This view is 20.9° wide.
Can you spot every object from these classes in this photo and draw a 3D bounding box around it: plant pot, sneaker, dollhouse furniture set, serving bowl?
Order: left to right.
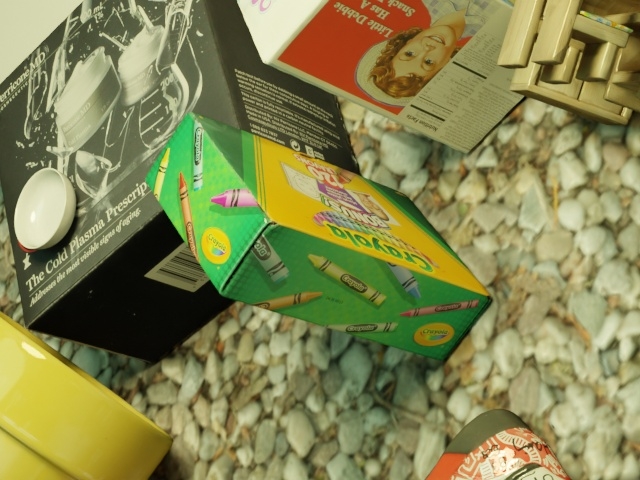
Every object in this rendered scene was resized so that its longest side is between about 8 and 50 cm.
[{"bbox_3d":[-0.313,0.219,1.707,0.254,0.254,0.239,27,79,47],"label":"plant pot"},{"bbox_3d":[-0.269,-0.029,1.728,0.083,0.027,0.083,-17,65,40],"label":"serving bowl"},{"bbox_3d":[0.114,0.282,1.432,0.270,0.090,0.145,-55,42,12],"label":"sneaker"},{"bbox_3d":[0.258,-0.182,1.377,0.242,0.212,0.161,-165,92,-75],"label":"dollhouse furniture set"}]

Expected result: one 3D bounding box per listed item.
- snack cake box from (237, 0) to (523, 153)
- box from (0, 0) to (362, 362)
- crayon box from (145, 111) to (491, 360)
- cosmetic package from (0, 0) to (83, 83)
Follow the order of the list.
[{"bbox_3d":[0.078,-0.190,1.520,0.152,0.264,0.089,-45,47,24],"label":"snack cake box"},{"bbox_3d":[-0.162,-0.102,1.798,0.343,0.179,0.312,-39,50,30],"label":"box"},{"bbox_3d":[0.000,0.000,1.517,0.081,0.278,0.165,-54,45,18],"label":"crayon box"},{"bbox_3d":[-0.248,-0.293,1.973,0.453,0.161,0.230,-39,50,30],"label":"cosmetic package"}]
